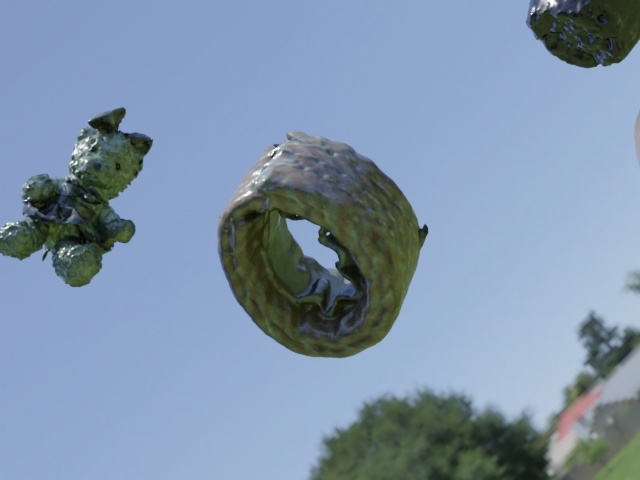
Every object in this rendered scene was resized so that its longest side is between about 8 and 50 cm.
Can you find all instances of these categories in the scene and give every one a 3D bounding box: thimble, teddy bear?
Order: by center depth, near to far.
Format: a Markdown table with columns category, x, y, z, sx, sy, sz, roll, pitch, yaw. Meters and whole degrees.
| category | x | y | z | sx | sy | sz | roll | pitch | yaw |
| --- | --- | --- | --- | --- | --- | --- | --- | --- | --- |
| thimble | -0.001 | 0.006 | 1.527 | 0.196 | 0.229 | 0.148 | -39 | 14 | 32 |
| teddy bear | -0.268 | -0.039 | 1.558 | 0.213 | 0.133 | 0.111 | -63 | 7 | -28 |

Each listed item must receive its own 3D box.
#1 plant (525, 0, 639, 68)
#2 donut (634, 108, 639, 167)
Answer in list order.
| category | x | y | z | sx | sy | sz | roll | pitch | yaw |
| --- | --- | --- | --- | --- | --- | --- | --- | --- | --- |
| plant | 0.433 | -0.415 | 2.003 | 0.182 | 0.194 | 0.320 | 36 | -107 | -36 |
| donut | 0.495 | -0.025 | 1.424 | 0.198 | 0.449 | 0.449 | -36 | -15 | -5 |
